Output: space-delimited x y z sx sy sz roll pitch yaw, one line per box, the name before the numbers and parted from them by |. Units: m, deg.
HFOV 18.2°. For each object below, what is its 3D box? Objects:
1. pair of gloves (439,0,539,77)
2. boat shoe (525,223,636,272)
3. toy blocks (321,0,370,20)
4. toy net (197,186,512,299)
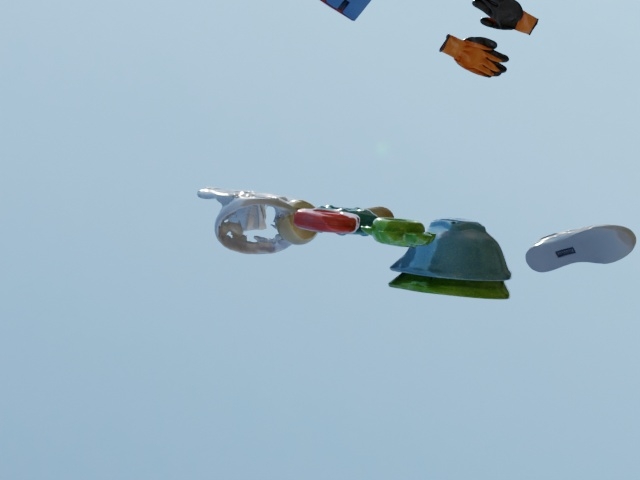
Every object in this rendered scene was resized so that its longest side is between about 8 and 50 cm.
pair of gloves | 0.163 -0.199 1.933 0.074 0.083 0.010 25 -160 -21
boat shoe | 0.224 0.002 1.700 0.035 0.100 0.035 63 -146 -17
toy blocks | 0.064 -0.329 1.662 0.191 0.261 0.381 33 -131 -8
toy net | 0.000 0.000 1.197 0.122 0.232 0.045 0 -83 -48
